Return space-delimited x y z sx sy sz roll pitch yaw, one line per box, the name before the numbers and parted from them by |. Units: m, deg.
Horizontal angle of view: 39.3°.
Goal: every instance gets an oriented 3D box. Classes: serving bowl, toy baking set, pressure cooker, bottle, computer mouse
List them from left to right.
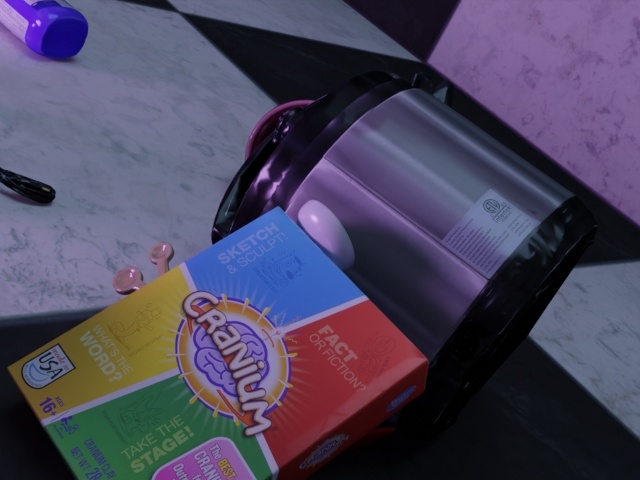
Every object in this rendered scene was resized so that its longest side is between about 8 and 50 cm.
computer mouse | -0.441 -0.098 1.120 0.242 0.041 0.071 18 17 -41
bottle | -0.542 -0.432 1.608 0.283 0.092 0.118 40 26 22
toy baking set | -0.141 0.071 0.968 0.256 0.030 0.197 -3 51 15
serving bowl | 0.000 0.000 0.941 0.027 0.083 0.083 -33 58 -21
pressure cooker | 0.087 -0.010 1.144 0.420 0.376 0.370 38 29 17

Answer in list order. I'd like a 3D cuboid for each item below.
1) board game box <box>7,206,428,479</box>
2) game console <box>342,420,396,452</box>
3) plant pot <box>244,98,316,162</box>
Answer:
board game box | -0.095 0.132 0.852 0.316 0.064 0.242 -33 59 -22
game console | -0.010 0.195 1.005 0.144 0.124 0.085 5 60 -40
plant pot | -0.024 -0.138 1.503 0.201 0.201 0.180 26 10 -6
